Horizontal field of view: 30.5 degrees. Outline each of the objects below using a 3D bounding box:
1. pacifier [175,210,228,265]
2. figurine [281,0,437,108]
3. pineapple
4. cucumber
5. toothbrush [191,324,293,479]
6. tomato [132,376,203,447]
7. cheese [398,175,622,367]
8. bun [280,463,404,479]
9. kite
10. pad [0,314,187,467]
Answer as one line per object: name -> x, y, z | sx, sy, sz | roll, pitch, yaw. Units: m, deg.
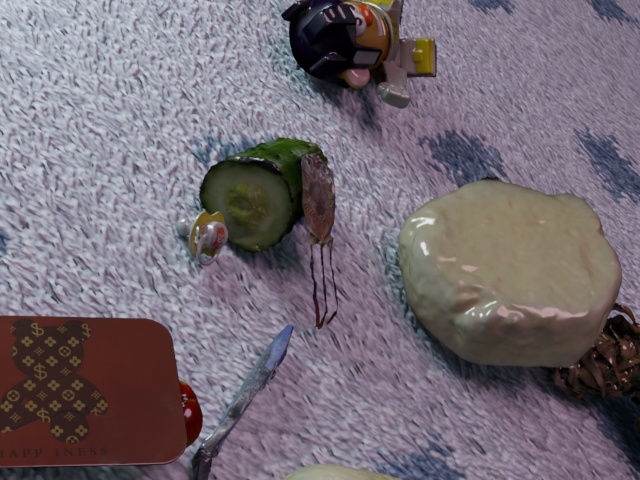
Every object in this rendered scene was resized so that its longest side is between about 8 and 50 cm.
pacifier -> -0.153, -0.007, 1.471 | 0.064, 0.068, 0.083 | 17, 8, 23
figurine -> 0.056, -0.325, 1.910 | 0.309, 0.143, 0.308 | 19, 26, -10
pineapple -> 0.460, 0.185, 1.732 | 0.272, 0.262, 0.262 | 20, 36, 4
cucumber -> -0.051, -0.080, 1.581 | 0.134, 0.134, 0.244 | 45, 27, 3
toothbrush -> -0.106, 0.209, 1.292 | 0.042, 0.035, 0.413 | 37, 36, -2
tomato -> -0.167, 0.187, 1.227 | 0.087, 0.075, 0.087 | 13, 44, -13
cheese -> 0.274, 0.038, 1.676 | 0.318, 0.115, 0.326 | 36, 47, 22
bun -> 0.037, 0.389, 1.075 | 0.352, 0.227, 0.349 | 49, 36, 13
kite -> 0.003, 0.000, 1.518 | 0.127, 0.016, 0.229 | 5, 82, -67
pad -> -0.270, 0.146, 1.167 | 0.267, 0.004, 0.181 | 3, 49, -21
